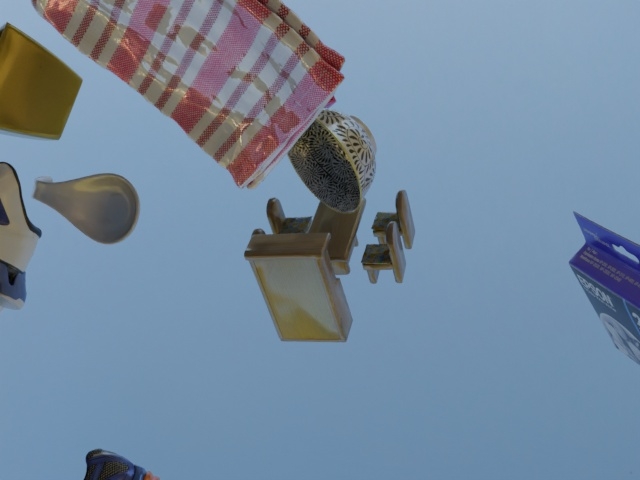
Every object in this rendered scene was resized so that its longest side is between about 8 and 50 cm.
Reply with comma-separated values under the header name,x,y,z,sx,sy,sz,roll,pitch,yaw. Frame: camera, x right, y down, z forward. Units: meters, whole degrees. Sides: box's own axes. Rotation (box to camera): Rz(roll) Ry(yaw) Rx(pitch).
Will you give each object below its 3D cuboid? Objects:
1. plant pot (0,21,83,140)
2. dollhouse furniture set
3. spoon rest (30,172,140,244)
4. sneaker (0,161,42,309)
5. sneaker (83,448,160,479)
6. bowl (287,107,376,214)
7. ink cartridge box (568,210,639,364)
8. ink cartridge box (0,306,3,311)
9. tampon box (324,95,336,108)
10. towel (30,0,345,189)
name,x,y,z,sx,sy,sz,roll,pitch,yaw
plant pot,-0.631,-0.313,1.753,0.212,0.187,0.212,11,-101,60
dollhouse furniture set,0.000,0.000,1.164,0.212,0.161,0.242,-2,-140,20
spoon rest,-0.464,-0.075,1.607,0.276,0.084,0.137,14,-86,28
sneaker,-0.529,-0.048,1.159,0.127,0.315,0.182,-15,-132,51
sneaker,-0.260,0.299,0.812,0.087,0.083,0.221,41,-111,6
bowl,0.027,-0.129,1.180,0.080,0.170,0.170,-38,-117,-22
ink cartridge box,0.373,0.081,0.962,0.045,0.206,0.208,-34,-70,-1
ink cartridge box,-0.665,0.115,1.464,0.159,0.092,0.217,21,-108,19
tampon box,-0.071,-0.281,1.439,0.101,0.120,0.161,-33,-101,54
towel,-0.089,-0.123,0.490,0.197,0.144,0.029,39,-122,-6
